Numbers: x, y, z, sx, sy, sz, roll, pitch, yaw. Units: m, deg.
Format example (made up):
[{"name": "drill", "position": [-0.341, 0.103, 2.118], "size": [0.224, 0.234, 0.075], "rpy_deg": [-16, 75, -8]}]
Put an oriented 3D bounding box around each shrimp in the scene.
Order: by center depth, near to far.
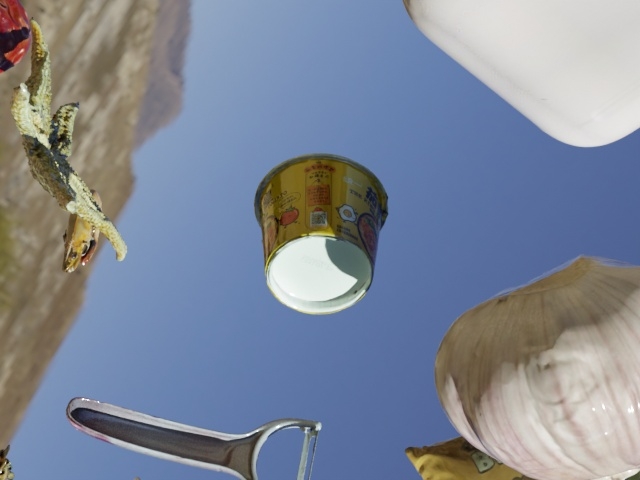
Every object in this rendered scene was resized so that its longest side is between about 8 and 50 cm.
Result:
[{"name": "shrimp", "position": [-0.356, -0.003, 2.206], "size": [0.095, 0.045, 0.162], "rpy_deg": [104, -1, -52]}]

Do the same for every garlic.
[{"name": "garlic", "position": [0.300, 0.159, 1.733], "size": [0.317, 0.259, 0.317], "rpy_deg": [-28, 178, -1]}]

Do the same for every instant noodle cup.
[{"name": "instant noodle cup", "position": [0.000, 0.000, 1.935], "size": [0.182, 0.182, 0.144], "rpy_deg": [-47, -154, 33]}]

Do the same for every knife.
[{"name": "knife", "position": [-0.145, 0.231, 1.631], "size": [0.053, 0.278, 0.123], "rpy_deg": [105, -3, -52]}]

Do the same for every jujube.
[{"name": "jujube", "position": [-0.540, -0.357, 2.258], "size": [0.155, 0.230, 0.155], "rpy_deg": [-31, -166, 8]}]

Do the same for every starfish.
[{"name": "starfish", "position": [-0.357, -0.140, 1.950], "size": [0.358, 0.078, 0.347], "rpy_deg": [65, 8, -63]}]

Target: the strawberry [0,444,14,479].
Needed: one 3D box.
[{"name": "strawberry", "position": [-0.502, 0.289, 1.819], "size": [0.236, 0.106, 0.175], "rpy_deg": [-22, 178, -23]}]

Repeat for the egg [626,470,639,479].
[{"name": "egg", "position": [0.537, 0.352, 2.211], "size": [0.149, 0.149, 0.192], "rpy_deg": [-55, -149, 3]}]

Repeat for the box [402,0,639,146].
[{"name": "box", "position": [0.274, -0.255, 1.535], "size": [0.289, 0.349, 0.141], "rpy_deg": [-37, -141, 27]}]

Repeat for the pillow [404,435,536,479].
[{"name": "pillow", "position": [0.335, 0.417, 2.356], "size": [0.310, 0.312, 0.119], "rpy_deg": [-19, 156, -15]}]

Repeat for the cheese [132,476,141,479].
[{"name": "cheese", "position": [-0.153, 0.344, 1.733], "size": [0.064, 0.137, 0.227], "rpy_deg": [-40, -136, -18]}]
